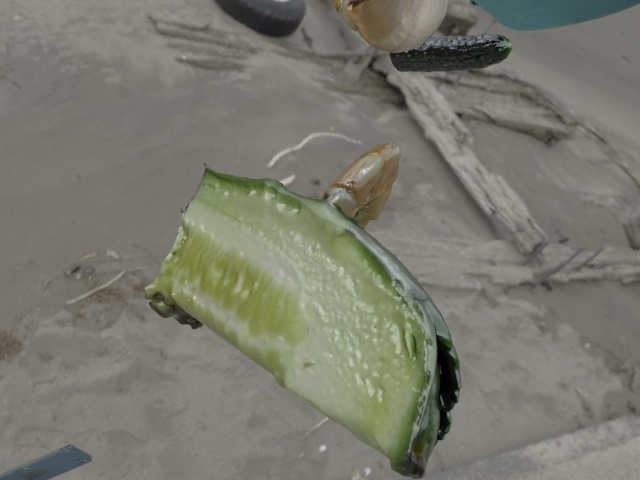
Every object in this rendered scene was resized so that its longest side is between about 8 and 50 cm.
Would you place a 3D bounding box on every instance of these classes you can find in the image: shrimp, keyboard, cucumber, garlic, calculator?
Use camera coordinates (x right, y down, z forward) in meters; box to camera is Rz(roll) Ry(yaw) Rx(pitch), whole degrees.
[{"bbox_3d":[-0.001,0.000,0.750,0.061,0.267,0.145,43,43,1],"label":"shrimp"},{"bbox_3d":[-0.457,0.371,1.128,0.055,0.176,0.014,55,14,-45],"label":"keyboard"},{"bbox_3d":[-0.006,0.046,0.492,0.105,0.145,0.325,23,0,-36],"label":"cucumber"},{"bbox_3d":[0.099,-0.350,0.871,0.142,0.178,0.229,-13,80,-36],"label":"garlic"},{"bbox_3d":[0.402,-0.455,1.193,0.256,0.386,0.054,27,76,-33],"label":"calculator"},{"bbox_3d":[0.195,-0.280,1.042,0.052,0.214,0.058,-54,128,-19],"label":"cucumber"}]
